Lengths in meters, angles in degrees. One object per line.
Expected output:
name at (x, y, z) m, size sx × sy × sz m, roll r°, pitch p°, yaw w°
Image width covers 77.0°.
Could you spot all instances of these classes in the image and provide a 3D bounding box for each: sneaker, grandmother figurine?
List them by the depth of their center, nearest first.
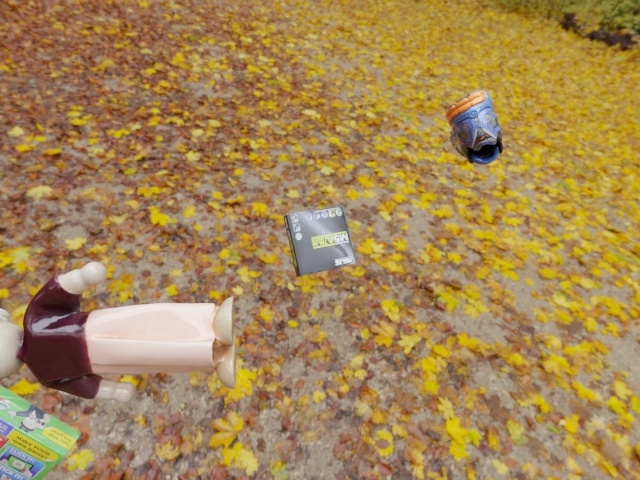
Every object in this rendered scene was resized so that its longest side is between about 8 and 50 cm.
grandmother figurine at (-0.281, 0.125, 0.498) m, size 0.342 × 0.208 × 0.104 m, roll -2°, pitch 13°, yaw -9°
sneaker at (0.258, -0.159, 0.662) m, size 0.221 × 0.083 × 0.087 m, roll 8°, pitch 63°, yaw -60°

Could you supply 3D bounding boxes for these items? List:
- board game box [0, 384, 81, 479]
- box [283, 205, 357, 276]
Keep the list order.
board game box at (-0.560, 0.275, 0.601) m, size 0.317 × 0.213 × 0.046 m, roll 42°, pitch 20°, yaw -15°
box at (0.000, 0.000, 1.190) m, size 0.190 × 0.045 × 0.184 m, roll -10°, pitch 82°, yaw -26°
